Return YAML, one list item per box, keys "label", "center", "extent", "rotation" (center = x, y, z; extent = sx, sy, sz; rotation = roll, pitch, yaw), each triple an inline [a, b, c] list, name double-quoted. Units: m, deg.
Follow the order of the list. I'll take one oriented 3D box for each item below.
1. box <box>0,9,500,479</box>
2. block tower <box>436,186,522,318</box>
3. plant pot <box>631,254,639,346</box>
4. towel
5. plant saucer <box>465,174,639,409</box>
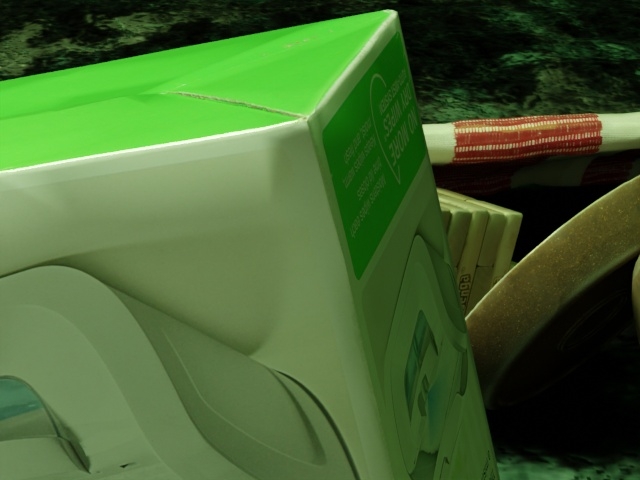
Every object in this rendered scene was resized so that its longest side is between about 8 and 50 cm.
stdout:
- label: "box"
  center: [-0.084, 0.069, 0.488]
  extent: [0.262, 0.231, 0.127]
  rotation: [-7, 19, 17]
- label: "block tower"
  center: [-0.031, 0.013, 0.711]
  extent: [0.097, 0.091, 0.335]
  rotation: [19, 10, 37]
- label: "plant pot"
  center: [0.273, 0.029, 0.663]
  extent: [0.229, 0.263, 0.263]
  rotation: [-23, 29, -7]
- label: "towel"
  center: [0.187, -0.053, 0.929]
  extent: [0.329, 0.037, 0.237]
  rotation: [-3, -2, -6]
- label: "plant saucer"
  center: [0.127, 0.031, 0.745]
  extent: [0.168, 0.168, 0.029]
  rotation: [-23, 64, -40]
